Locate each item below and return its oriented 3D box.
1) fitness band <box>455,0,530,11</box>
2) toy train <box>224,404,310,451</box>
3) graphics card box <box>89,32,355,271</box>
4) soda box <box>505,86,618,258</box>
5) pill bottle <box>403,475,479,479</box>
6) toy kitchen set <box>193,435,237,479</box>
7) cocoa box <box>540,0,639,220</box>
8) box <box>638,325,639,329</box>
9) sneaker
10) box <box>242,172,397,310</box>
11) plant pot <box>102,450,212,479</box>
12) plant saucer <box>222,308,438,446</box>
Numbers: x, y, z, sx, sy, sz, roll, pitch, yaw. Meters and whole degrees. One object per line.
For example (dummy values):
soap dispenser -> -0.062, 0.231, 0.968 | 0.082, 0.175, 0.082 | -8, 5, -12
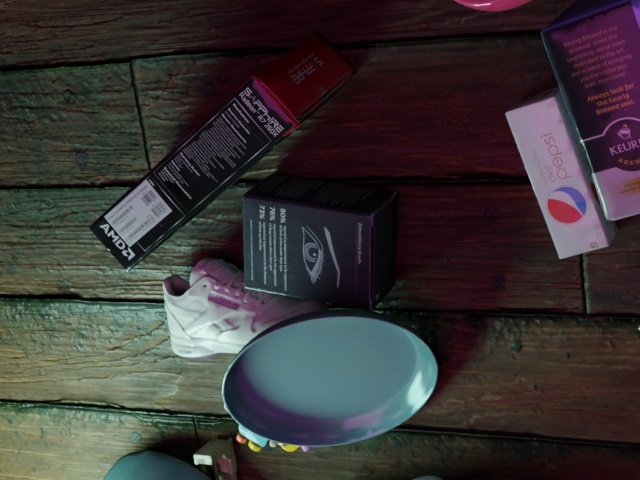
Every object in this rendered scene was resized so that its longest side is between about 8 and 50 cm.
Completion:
fitness band -> 0.249, -0.400, 1.545 | 0.291, 0.054, 0.209 | -23, 70, 43
toy train -> -0.064, 0.274, 2.027 | 0.166, 0.046, 0.125 | -8, 105, 24
graphics card box -> -0.138, -0.125, 1.791 | 0.094, 0.233, 0.371 | 48, 122, -4
soda box -> 0.322, -0.090, 1.692 | 0.074, 0.069, 0.216 | -17, 103, 29
pill bottle -> 0.129, 0.443, 1.943 | 0.272, 0.152, 0.152 | -18, 102, 28
toy kitchen set -> -0.186, 0.375, 2.101 | 0.068, 0.075, 0.083 | 0, 106, 25
cocoa box -> 0.450, -0.200, 1.355 | 0.347, 0.231, 0.228 | -17, 103, 29
box -> 0.532, 0.120, 1.655 | 0.203, 0.114, 0.103 | 38, 120, 8
sneaker -> -0.127, 0.100, 1.930 | 0.305, 0.114, 0.152 | -7, 104, 35
box -> 0.000, 0.000, 1.850 | 0.207, 0.108, 0.153 | 10, 115, 20
plant pot -> -0.286, 0.523, 2.104 | 0.290, 0.195, 0.290 | 17, 128, 23
plant saucer -> 0.013, 0.198, 1.874 | 0.317, 0.044, 0.317 | -5, 138, -4
